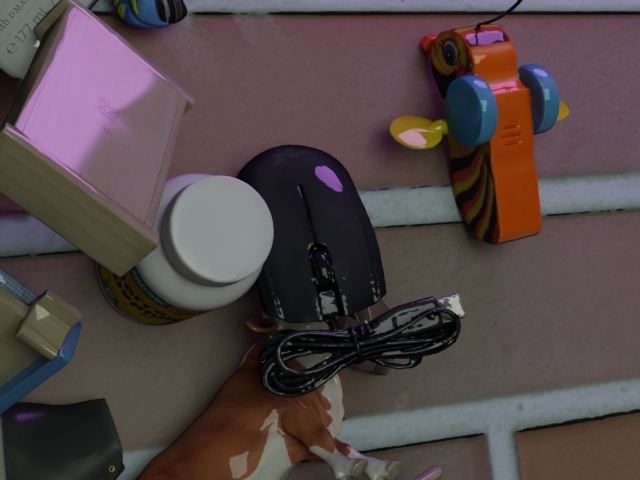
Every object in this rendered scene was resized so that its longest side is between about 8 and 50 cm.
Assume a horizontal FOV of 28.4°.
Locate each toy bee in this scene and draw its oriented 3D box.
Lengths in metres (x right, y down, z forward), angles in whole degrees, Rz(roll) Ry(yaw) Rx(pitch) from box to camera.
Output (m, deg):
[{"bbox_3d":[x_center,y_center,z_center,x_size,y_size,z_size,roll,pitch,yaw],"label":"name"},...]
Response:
[{"bbox_3d":[0.171,-0.156,1.292,0.195,0.162,0.298,10,102,-29],"label":"toy bee"}]

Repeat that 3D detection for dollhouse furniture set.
[{"bbox_3d":[-0.296,-0.042,0.998,0.286,0.303,0.198,39,31,-24],"label":"dollhouse furniture set"}]

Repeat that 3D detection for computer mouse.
[{"bbox_3d":[0.000,0.000,1.144,0.188,0.072,0.272,-15,52,-12],"label":"computer mouse"}]

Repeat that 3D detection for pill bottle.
[{"bbox_3d":[-0.116,0.007,1.091,0.118,0.208,0.117,4,79,-22],"label":"pill bottle"}]

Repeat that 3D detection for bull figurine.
[{"bbox_3d":[-0.052,0.188,1.126,0.188,0.101,0.310,33,72,32],"label":"bull figurine"}]

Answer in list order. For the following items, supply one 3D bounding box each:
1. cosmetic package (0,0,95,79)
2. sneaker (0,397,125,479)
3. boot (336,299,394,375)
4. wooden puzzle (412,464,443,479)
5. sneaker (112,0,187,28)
[{"bbox_3d":[-0.329,-0.339,1.057,0.385,0.156,0.217,38,94,-13],"label":"cosmetic package"},{"bbox_3d":[-0.217,0.241,1.066,0.118,0.083,0.222,-6,77,-19],"label":"sneaker"},{"bbox_3d":[0.052,0.071,1.247,0.087,0.042,0.118,34,71,-21],"label":"boot"},{"bbox_3d":[0.056,0.348,1.124,0.221,0.044,0.238,-25,115,-39],"label":"wooden puzzle"},{"bbox_3d":[-0.165,-0.291,1.211,0.078,0.067,0.188,1,78,-44],"label":"sneaker"}]
